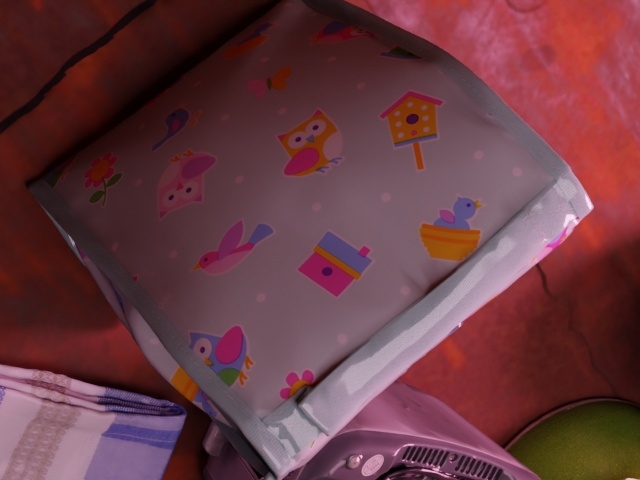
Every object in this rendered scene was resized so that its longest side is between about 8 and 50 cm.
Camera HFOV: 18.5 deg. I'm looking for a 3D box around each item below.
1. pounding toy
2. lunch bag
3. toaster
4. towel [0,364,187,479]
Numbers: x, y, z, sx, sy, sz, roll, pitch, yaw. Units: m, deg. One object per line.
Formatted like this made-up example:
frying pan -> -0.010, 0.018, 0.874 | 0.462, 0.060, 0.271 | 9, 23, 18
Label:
pounding toy -> 0.225, 0.201, 1.377 | 0.237, 0.110, 0.183 | -33, 125, -11
lunch bag -> 0.000, 0.000, 1.056 | 0.223, 0.262, 0.160 | -39, 126, -9
toaster -> 0.036, 0.157, 1.225 | 0.227, 0.146, 0.129 | 16, 106, -33
towel -> -0.230, 0.162, 1.148 | 0.285, 0.034, 0.209 | 15, 106, -34
